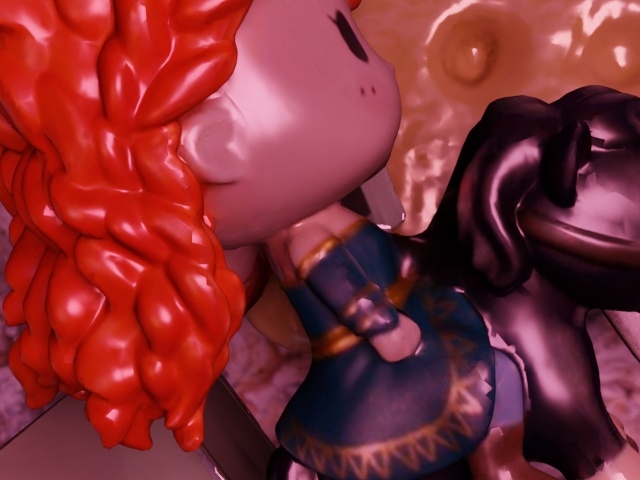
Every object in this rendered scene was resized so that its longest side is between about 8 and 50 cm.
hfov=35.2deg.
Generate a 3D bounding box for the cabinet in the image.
[{"bbox_3d":[-0.099,0.192,0.671,0.150,0.145,0.206,-39,79,5],"label":"cabinet"}]

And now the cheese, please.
[{"bbox_3d":[0.152,-0.075,0.669,0.384,0.104,0.383,-1,84,11],"label":"cheese"}]

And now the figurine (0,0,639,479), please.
[{"bbox_3d":[0.012,0.001,0.503,0.412,0.241,0.306,29,114,1],"label":"figurine"}]

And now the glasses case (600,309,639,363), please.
[{"bbox_3d":[0.246,-0.014,0.567,0.205,0.047,0.070,-35,87,9],"label":"glasses case"}]

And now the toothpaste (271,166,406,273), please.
[{"bbox_3d":[-0.053,0.005,0.634,0.216,0.037,0.062,-24,77,11],"label":"toothpaste"}]
